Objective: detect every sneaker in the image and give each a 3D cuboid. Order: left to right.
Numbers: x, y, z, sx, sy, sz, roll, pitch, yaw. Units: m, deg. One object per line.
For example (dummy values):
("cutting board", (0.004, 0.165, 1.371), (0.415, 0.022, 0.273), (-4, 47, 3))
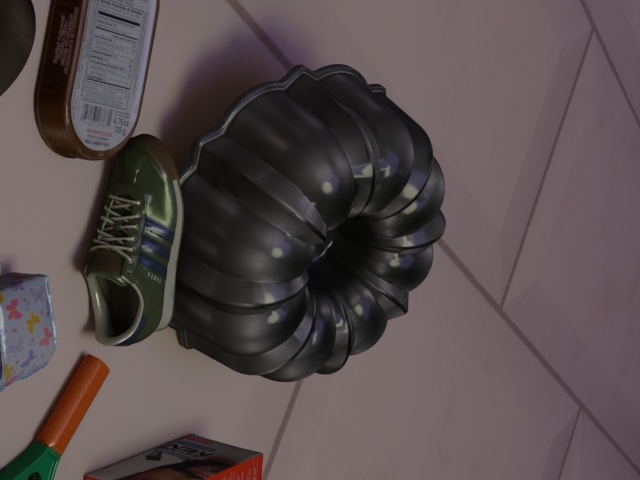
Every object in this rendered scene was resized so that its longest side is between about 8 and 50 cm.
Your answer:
("sneaker", (-0.170, 0.008, 1.203), (0.086, 0.064, 0.192), (-34, 132, -57))

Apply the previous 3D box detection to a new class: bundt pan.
("bundt pan", (0.000, 0.000, 1.328), (0.331, 0.124, 0.331), (-27, 134, -32))

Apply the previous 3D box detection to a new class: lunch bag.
("lunch bag", (-0.254, 0.074, 1.099), (0.071, 0.053, 0.083), (-28, 114, -56))

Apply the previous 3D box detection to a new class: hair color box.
("hair color box", (-0.140, 0.238, 1.310), (0.167, 0.093, 0.053), (-15, 111, -58))

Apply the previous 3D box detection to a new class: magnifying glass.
("magnifying glass", (-0.251, 0.203, 1.181), (0.231, 0.026, 0.092), (-61, 145, -25))

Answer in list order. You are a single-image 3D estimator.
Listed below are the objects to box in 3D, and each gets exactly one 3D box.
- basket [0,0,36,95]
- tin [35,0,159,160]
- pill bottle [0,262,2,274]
("basket", (-0.283, -0.179, 0.847), (0.227, 0.204, 0.154), (54, 41, -63))
("tin", (-0.186, -0.161, 1.151), (0.106, 0.040, 0.190), (6, 95, -64))
("pill bottle", (-0.304, 0.065, 0.976), (0.160, 0.087, 0.087), (-65, 148, -23))
